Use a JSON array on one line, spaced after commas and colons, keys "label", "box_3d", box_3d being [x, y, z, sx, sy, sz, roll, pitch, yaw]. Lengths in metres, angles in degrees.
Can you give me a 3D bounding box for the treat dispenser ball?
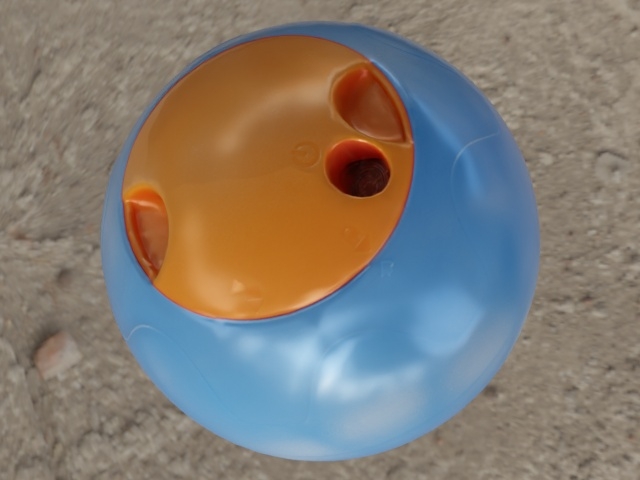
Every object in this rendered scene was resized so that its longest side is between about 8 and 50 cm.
[{"label": "treat dispenser ball", "box_3d": [0.000, 0.000, 0.789, 0.288, 0.288, 0.288, 0, 90, -16]}]
